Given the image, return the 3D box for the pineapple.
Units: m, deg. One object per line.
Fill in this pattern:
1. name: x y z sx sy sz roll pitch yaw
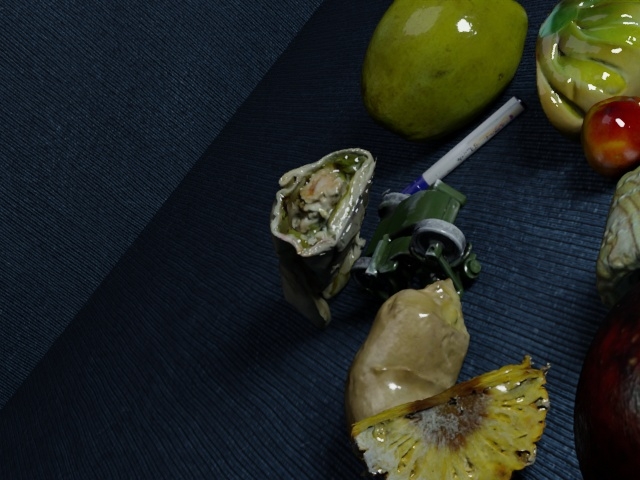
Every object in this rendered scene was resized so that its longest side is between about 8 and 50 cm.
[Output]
1. pineapple: 0.156 0.225 1.014 0.233 0.135 0.079 -22 2 0

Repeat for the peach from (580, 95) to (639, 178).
1. peach: 0.380 -0.132 1.201 0.101 0.101 0.100 -41 24 22

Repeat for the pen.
1. pen: 0.235 -0.147 1.575 0.269 0.033 0.033 -40 24 21

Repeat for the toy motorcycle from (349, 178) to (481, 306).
1. toy motorcycle: 0.150 0.001 1.397 0.275 0.127 0.205 -30 28 54

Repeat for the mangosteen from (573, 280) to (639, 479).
1. mangosteen: 0.319 0.145 0.639 0.311 0.311 0.311 -41 24 22

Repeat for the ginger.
1. ginger: 0.108 0.171 1.181 0.152 0.138 0.267 -7 59 40

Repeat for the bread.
1. bread: 0.405 -0.271 1.292 0.156 0.158 0.260 -19 40 46

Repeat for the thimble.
1. thimble: 0.377 0.000 0.940 0.190 0.137 0.143 -8 43 39

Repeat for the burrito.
1. burrito: -0.003 0.002 1.478 0.332 0.135 0.190 92 -165 -64

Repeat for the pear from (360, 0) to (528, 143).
1. pear: 0.212 -0.317 1.622 0.307 0.253 0.253 -54 19 22
